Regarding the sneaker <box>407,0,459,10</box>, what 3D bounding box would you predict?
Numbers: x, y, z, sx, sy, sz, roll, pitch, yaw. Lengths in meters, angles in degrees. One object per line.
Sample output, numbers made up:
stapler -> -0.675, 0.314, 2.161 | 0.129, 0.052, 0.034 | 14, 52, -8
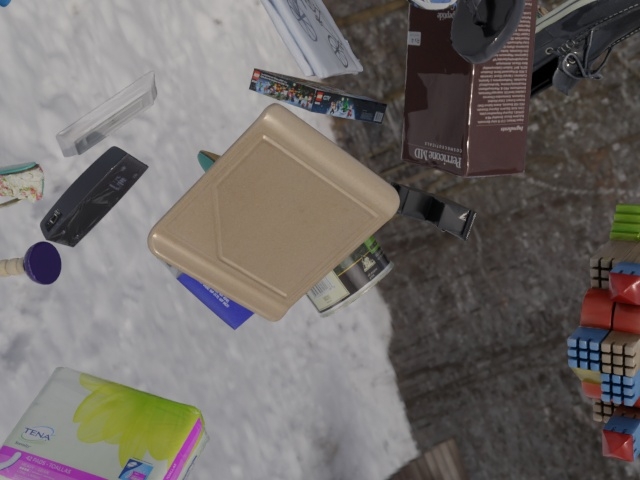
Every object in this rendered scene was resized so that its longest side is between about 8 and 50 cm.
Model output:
sneaker -> 0.131, -0.395, 1.329 | 0.211, 0.080, 0.081 | 30, -17, 30

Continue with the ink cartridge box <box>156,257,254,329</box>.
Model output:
ink cartridge box -> -0.232, 0.089, 1.887 | 0.165, 0.065, 0.332 | 44, -8, -18

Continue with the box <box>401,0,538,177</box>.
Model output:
box -> 0.247, -0.308, 1.563 | 0.191, 0.143, 0.381 | 23, -63, 57

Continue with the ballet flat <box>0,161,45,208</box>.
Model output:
ballet flat -> -0.610, -0.093, 1.693 | 0.091, 0.241, 0.077 | -57, 141, -61

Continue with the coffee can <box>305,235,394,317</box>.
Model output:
coffee can -> 0.000, 0.000, 2.021 | 0.275, 0.201, 0.201 | 54, 1, -4

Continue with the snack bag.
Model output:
snack bag -> -0.052, -0.410, 1.551 | 0.323, 0.037, 0.342 | 58, 17, -3

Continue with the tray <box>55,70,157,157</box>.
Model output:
tray -> -0.483, -0.283, 2.150 | 0.030, 0.270, 0.145 | 50, -14, 8

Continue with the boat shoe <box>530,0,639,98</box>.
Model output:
boat shoe -> 0.488, -0.371, 1.850 | 0.187, 0.500, 0.156 | 13, 58, -60

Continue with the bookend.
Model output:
bookend -> 0.248, -0.067, 2.132 | 0.157, 0.156, 0.072 | 37, -69, 65

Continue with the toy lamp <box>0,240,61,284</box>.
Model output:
toy lamp -> -0.551, 0.048, 1.538 | 0.080, 0.274, 0.080 | 22, 64, -58

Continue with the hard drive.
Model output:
hard drive -> -0.500, -0.098, 2.050 | 0.054, 0.255, 0.172 | 43, 0, 9

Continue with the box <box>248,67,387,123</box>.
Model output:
box -> -0.002, -0.276, 1.786 | 0.159, 0.044, 0.233 | 25, 15, 34

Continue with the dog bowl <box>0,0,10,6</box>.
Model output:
dog bowl -> -0.578, -0.490, 1.541 | 0.297, 0.074, 0.166 | -133, -130, -88

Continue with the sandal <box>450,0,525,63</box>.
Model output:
sandal -> 0.208, -0.333, 1.108 | 0.054, 0.255, 0.097 | 22, -6, -37

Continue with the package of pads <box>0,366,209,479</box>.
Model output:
package of pads -> -0.350, 0.335, 1.480 | 0.101, 0.296, 0.229 | 80, 29, -45

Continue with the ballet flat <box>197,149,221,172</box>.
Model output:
ballet flat -> -0.233, -0.164, 2.473 | 0.232, 0.073, 0.080 | 47, -33, 17

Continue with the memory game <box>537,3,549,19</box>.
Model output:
memory game -> 0.502, -0.506, 2.123 | 0.186, 0.012, 0.186 | 33, 34, -25

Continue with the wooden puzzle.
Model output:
wooden puzzle -> -0.056, -0.029, 1.130 | 0.221, 0.239, 0.044 | 33, 22, -31

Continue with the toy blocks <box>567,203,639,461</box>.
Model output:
toy blocks -> 0.481, 0.162, 1.472 | 0.261, 0.190, 0.381 | -29, 118, -50
